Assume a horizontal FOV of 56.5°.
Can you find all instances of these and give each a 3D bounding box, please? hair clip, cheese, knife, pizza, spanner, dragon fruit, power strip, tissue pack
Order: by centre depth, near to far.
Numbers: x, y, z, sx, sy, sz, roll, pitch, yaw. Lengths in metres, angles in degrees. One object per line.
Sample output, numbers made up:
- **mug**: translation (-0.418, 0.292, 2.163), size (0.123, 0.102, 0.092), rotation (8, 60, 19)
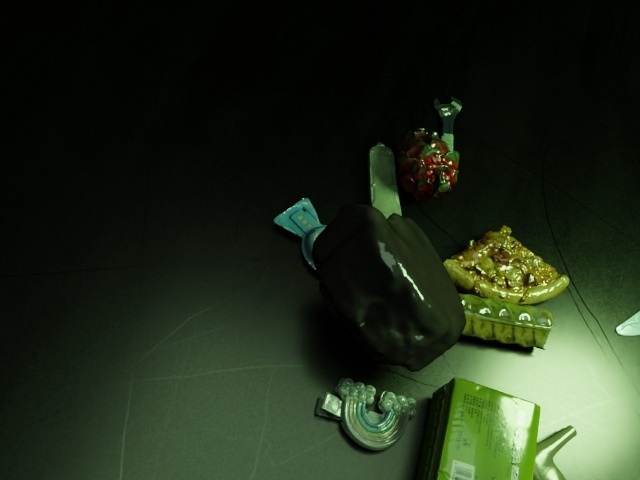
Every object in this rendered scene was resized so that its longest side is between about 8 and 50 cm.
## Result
- **tissue pack**: translation (0.320, 0.458, 1.233), size (0.200, 0.167, 0.274), rotation (19, 59, 1)
- **hair clip**: translation (0.099, 0.386, 1.313), size (0.220, 0.054, 0.140), rotation (18, 54, -2)
- **cheese**: translation (0.000, 0.000, 1.504), size (0.135, 0.052, 0.244), rotation (-35, 71, -26)
- **pizza**: translation (0.466, 0.057, 1.522), size (0.336, 0.086, 0.226), rotation (8, 62, -2)
- **knife**: translation (0.899, 0.167, 1.552), size (0.331, 0.044, 0.080), rotation (-35, 78, -17)
- **dragon fruit**: translation (0.285, -0.198, 1.587), size (0.182, 0.182, 0.188), rotation (21, 67, 4)
- **power strip**: translation (0.167, -0.142, 1.607), size (0.080, 0.048, 0.286), rotation (3, 61, -9)
- **spanner**: translation (0.364, -0.301, 1.738), size (0.087, 0.024, 0.316), rotation (10, 62, -1)

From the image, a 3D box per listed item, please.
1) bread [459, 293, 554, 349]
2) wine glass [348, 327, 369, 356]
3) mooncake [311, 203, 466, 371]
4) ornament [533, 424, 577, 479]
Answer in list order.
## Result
- **bread**: translation (0.420, 0.191, 1.439), size (0.269, 0.098, 0.087), rotation (11, 18, -2)
- **wine glass**: translation (0.088, 0.194, 1.398), size (0.073, 0.073, 0.155), rotation (-31, 70, -22)
- **mooncake**: translation (0.154, 0.102, 1.298), size (0.212, 0.381, 0.350), rotation (-41, 51, 18)
- **ornament**: translation (0.503, 0.552, 1.267), size (0.245, 0.061, 0.230), rotation (-23, 69, -20)
